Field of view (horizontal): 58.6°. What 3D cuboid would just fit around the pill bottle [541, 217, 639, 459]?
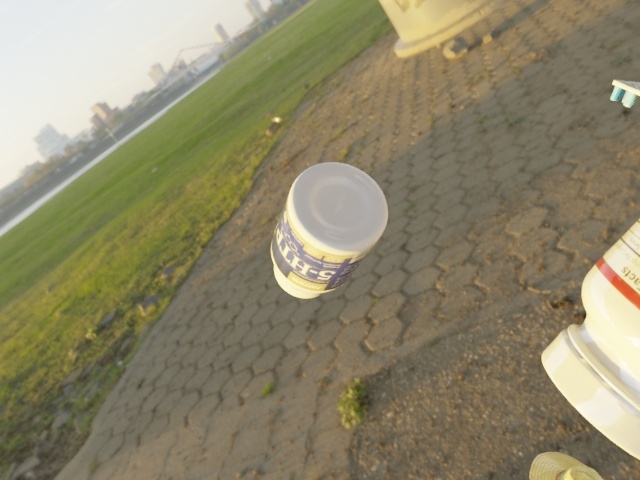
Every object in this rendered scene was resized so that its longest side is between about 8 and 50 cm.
[{"bbox_3d":[0.447,0.044,0.618,0.407,0.229,0.229,-54,13,20],"label":"pill bottle"}]

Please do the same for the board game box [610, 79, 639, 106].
[{"bbox_3d":[0.953,-0.280,1.335,0.390,0.050,0.390,2,30,-17],"label":"board game box"}]

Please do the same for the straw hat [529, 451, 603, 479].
[{"bbox_3d":[0.406,0.384,0.886,0.144,0.144,0.061,-58,-7,-47],"label":"straw hat"}]

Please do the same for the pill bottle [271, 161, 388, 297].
[{"bbox_3d":[0.000,0.000,0.687,0.112,0.112,0.186,-47,-7,-28],"label":"pill bottle"}]
